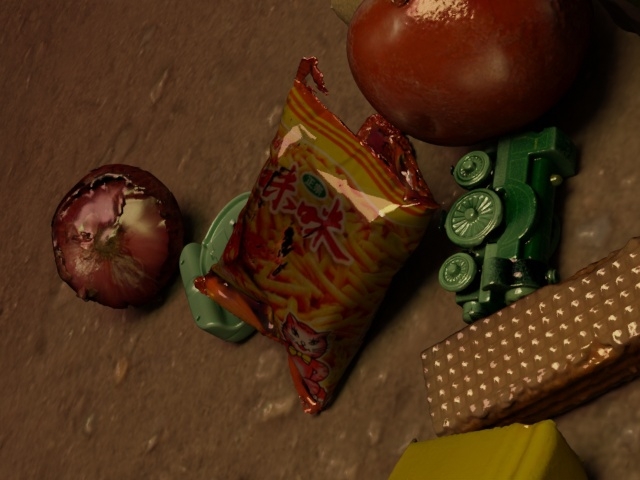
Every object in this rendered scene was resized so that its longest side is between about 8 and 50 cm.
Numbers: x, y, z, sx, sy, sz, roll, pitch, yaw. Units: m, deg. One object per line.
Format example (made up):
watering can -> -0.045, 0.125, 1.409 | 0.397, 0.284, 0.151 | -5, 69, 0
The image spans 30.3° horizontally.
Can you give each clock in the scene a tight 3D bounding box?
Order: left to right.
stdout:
clock -> -0.076, 0.009, 1.319 | 0.188, 0.060, 0.148 | -47, 37, 17

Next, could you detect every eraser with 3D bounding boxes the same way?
eraser -> 0.090, 0.234, 0.856 | 0.158, 0.069, 0.226 | -17, 26, 44

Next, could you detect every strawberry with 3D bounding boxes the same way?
strawberry -> 0.049, -0.069, 1.230 | 0.104, 0.048, 0.152 | -19, 55, 39

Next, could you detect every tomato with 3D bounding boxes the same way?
tomato -> 0.137, -0.183, 1.063 | 0.232, 0.188, 0.232 | -41, 6, 6

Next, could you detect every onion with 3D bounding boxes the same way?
onion -> -0.243, -0.006, 1.487 | 0.184, 0.147, 0.184 | 2, 96, 25

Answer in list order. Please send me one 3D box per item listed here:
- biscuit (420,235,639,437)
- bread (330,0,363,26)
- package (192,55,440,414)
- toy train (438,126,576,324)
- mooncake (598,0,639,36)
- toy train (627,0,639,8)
biscuit -> 0.238, 0.052, 0.899 | 0.378, 0.054, 0.094 | -34, 44, 32
bread -> 0.096, -0.264, 1.232 | 0.148, 0.134, 0.141 | -44, 37, 5
package -> -0.004, -0.005, 1.154 | 0.223, 0.108, 0.288 | 46, 119, 31
toy train -> 0.164, -0.010, 1.028 | 0.104, 0.071, 0.178 | -10, 57, 36
mooncake -> 0.335, -0.269, 0.932 | 0.283, 0.141, 0.283 | -20, 58, 35
toy train -> 0.285, -0.271, 0.820 | 0.137, 0.090, 0.225 | 7, 74, 45
